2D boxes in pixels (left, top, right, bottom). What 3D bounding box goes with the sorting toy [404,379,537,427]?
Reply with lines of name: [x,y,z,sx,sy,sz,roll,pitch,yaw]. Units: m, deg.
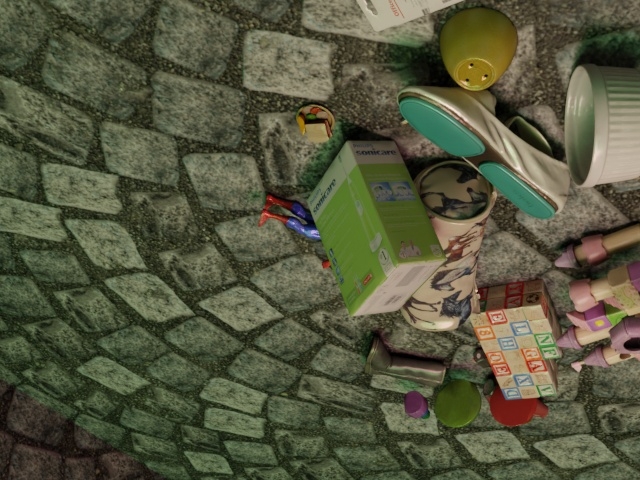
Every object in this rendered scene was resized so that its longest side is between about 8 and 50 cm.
sorting toy: [0.400,0.443,2.158,0.365,0.127,0.126,-7,146,31]

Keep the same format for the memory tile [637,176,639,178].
memory tile: [0.579,-0.131,1.514,0.148,0.113,0.012,10,114,1]

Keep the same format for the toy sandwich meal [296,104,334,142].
toy sandwich meal: [-0.011,-0.229,1.632,0.085,0.029,0.086,8,140,7]

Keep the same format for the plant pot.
plant pot: [0.264,-0.310,1.404,0.134,0.095,0.134,8,140,7]

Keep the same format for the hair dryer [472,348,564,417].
hair dryer: [0.530,0.379,2.152,0.223,0.080,0.294,-7,136,23]

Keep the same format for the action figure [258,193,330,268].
action figure: [0.000,0.000,1.855,0.280,0.091,0.139,16,134,-1]

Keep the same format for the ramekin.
ramekin: [0.489,-0.195,1.398,0.109,0.207,0.207,-2,139,3]

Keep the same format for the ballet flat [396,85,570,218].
ballet flat: [0.307,-0.191,1.514,0.400,0.139,0.139,34,137,-22]

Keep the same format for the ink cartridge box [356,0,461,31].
ink cartridge box: [0.149,-0.419,1.337,0.180,0.060,0.104,-13,134,29]

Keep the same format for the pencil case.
pencil case: [0.266,0.020,1.744,0.183,0.160,0.410,-6,140,-4]

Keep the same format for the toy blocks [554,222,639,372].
toy blocks: [0.598,0.178,1.713,0.260,0.309,0.288,-23,128,28]

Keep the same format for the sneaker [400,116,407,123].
sneaker: [0.170,-0.255,1.555,0.037,0.032,0.083,36,133,-4]

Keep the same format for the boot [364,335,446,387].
boot: [0.225,0.325,2.182,0.208,0.076,0.190,15,155,9]

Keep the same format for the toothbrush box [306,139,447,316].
toothbrush box: [0.102,-0.025,1.631,0.122,0.283,0.206,-6,150,-31]

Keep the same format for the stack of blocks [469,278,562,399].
stack of blocks: [0.479,0.239,1.957,0.171,0.087,0.297,-11,125,26]
